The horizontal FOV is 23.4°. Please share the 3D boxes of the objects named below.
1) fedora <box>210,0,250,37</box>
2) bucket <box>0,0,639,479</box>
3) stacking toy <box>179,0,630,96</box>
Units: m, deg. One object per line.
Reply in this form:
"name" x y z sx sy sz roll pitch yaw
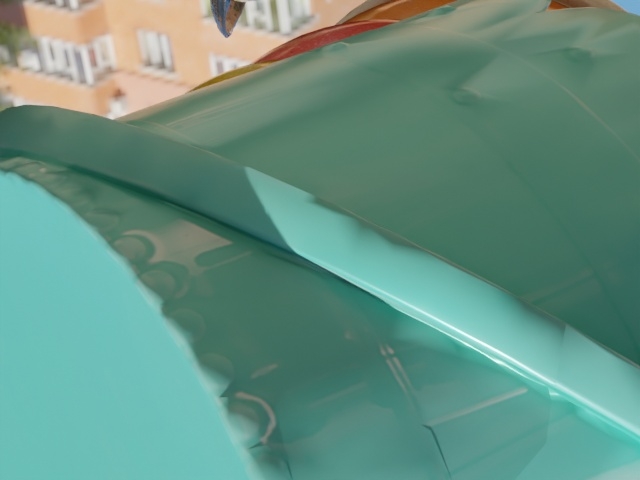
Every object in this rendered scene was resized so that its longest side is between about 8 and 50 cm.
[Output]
"fedora" -0.018 -0.359 1.654 0.153 0.334 0.334 9 -148 2
"bucket" 0.008 0.070 0.456 0.183 0.281 0.281 -18 -149 -34
"stacking toy" 0.000 0.000 0.843 0.351 0.350 0.480 12 -173 30
